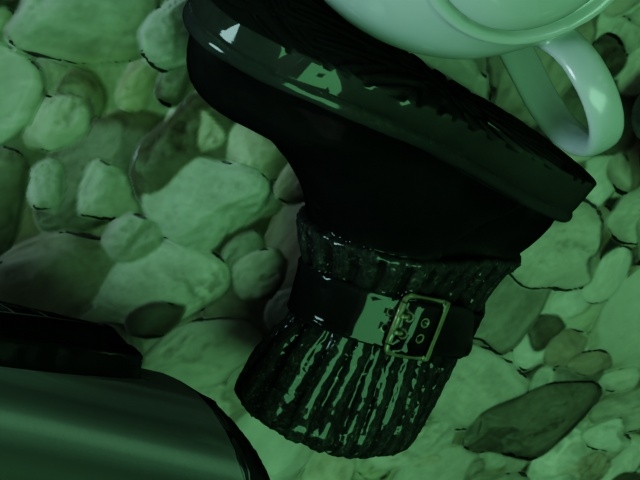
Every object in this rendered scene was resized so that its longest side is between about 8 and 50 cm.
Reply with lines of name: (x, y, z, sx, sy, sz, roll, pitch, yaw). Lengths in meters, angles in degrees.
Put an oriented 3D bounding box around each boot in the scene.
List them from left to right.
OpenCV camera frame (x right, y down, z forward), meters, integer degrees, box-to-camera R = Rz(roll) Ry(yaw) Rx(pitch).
boot: (0.002, 0.003, 0.917, 0.348, 0.131, 0.260, 25, 109, -36)

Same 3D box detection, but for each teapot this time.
teapot: (0.102, -0.196, 0.789, 0.256, 0.187, 0.252, 13, 116, -33)

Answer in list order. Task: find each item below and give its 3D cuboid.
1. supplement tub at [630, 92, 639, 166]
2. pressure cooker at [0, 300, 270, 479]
supplement tub: (0.306, -0.047, 1.041, 0.106, 0.106, 0.198, -44, 130, 9)
pressure cooker: (-0.269, 0.210, 0.778, 0.420, 0.375, 0.370, 19, 116, -35)
